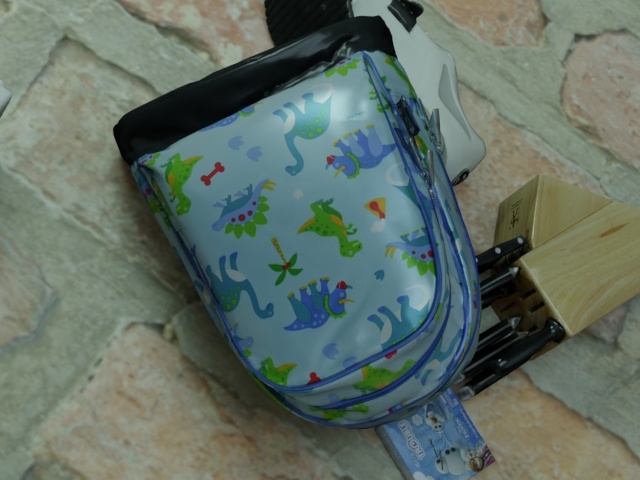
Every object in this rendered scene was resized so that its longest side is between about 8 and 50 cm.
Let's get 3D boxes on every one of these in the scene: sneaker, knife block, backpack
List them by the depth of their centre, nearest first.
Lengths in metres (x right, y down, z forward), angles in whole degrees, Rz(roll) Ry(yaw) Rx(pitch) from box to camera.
[{"bbox_3d":[0.000,0.000,1.401,0.290,0.273,0.356,-22,91,1],"label":"backpack"},{"bbox_3d":[0.246,0.068,1.584,0.275,0.088,0.242,19,64,-17],"label":"knife block"},{"bbox_3d":[0.057,-0.193,1.603,0.146,0.122,0.330,-16,75,-47],"label":"sneaker"}]

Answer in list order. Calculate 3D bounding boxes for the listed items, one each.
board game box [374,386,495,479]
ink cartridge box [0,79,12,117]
[{"bbox_3d":[0.112,0.199,1.508,0.090,0.020,0.090,-29,83,-29],"label":"board game box"},{"bbox_3d":[-0.410,-0.083,1.340,0.172,0.100,0.237,38,60,-6],"label":"ink cartridge box"}]
